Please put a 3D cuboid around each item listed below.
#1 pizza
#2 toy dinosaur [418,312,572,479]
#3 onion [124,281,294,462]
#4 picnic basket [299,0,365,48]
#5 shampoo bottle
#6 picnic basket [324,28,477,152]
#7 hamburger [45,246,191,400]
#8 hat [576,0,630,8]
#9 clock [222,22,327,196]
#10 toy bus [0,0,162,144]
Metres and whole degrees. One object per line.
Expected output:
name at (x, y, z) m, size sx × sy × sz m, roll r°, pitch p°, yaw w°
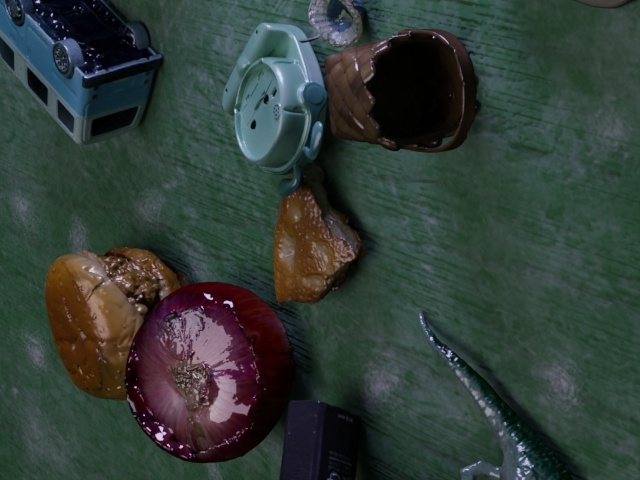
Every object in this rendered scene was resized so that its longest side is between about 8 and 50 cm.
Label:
pizza at (0.000, 0.000, 1.750) m, size 0.161 × 0.062 × 0.182 m, roll 22°, pitch 115°, yaw 54°
toy dinosaur at (0.178, 0.242, 1.561) m, size 0.383 × 0.129 × 0.076 m, roll 48°, pitch 176°, yaw 23°
onion at (-0.142, 0.169, 1.902) m, size 0.248 × 0.161 × 0.248 m, roll 5°, pitch 107°, yaw 18°
picnic basket at (0.013, -0.252, 1.614) m, size 0.083 × 0.083 × 0.065 m, roll 47°, pitch 131°, yaw 26°
shampoo bottle at (-0.012, 0.352, 1.743) m, size 0.071 × 0.098 × 0.309 m, roll -3°, pitch 71°, yaw 29°
picnic basket at (0.102, -0.153, 1.488) m, size 0.178 × 0.137 × 0.128 m, roll 2°, pitch 104°, yaw 58°
hamburger at (-0.285, 0.121, 2.068) m, size 0.244 × 0.163 × 0.244 m, roll 22°, pitch 120°, yaw 44°
hat at (0.188, -0.324, 1.330) m, size 0.245 × 0.149 × 0.214 m, roll 47°, pitch 137°, yaw 46°
clock at (-0.048, -0.151, 1.710) m, size 0.148 × 0.060 × 0.188 m, roll -58°, pitch 41°, yaw 39°
toy bus at (-0.355, -0.265, 2.039) m, size 0.271 × 0.133 × 0.165 m, roll 46°, pitch 139°, yaw 29°
